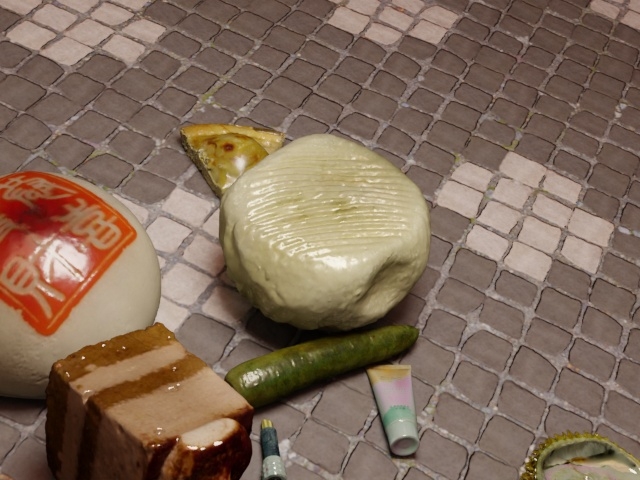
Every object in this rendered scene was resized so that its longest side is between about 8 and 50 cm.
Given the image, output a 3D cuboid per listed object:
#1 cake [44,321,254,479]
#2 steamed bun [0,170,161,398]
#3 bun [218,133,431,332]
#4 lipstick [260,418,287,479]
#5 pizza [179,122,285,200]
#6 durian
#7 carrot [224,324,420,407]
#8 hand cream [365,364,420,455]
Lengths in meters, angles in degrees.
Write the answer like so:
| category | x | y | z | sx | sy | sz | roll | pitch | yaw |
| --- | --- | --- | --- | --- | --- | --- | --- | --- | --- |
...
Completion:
| category | x | y | z | sx | sy | sz | roll | pitch | yaw |
| --- | --- | --- | --- | --- | --- | --- | --- | --- | --- |
| cake | -0.210 | 0.271 | 1.452 | 0.196 | 0.198 | 0.293 | -16 | 37 | -44 |
| steamed bun | -0.419 | 0.042 | 1.643 | 0.374 | 0.241 | 0.374 | 10 | 46 | -10 |
| bun | 0.000 | 0.000 | 1.809 | 0.349 | 0.227 | 0.352 | -2 | 49 | -18 |
| lipstick | -0.072 | 0.307 | 1.620 | 0.037 | 0.037 | 0.116 | 4 | 41 | -13 |
| pizza | -0.137 | -0.164 | 2.043 | 0.204 | 0.080 | 0.188 | -10 | 50 | -26 |
| durian | 0.392 | 0.387 | 1.597 | 0.237 | 0.138 | 0.193 | 8 | 39 | -6 |
| carrot | 0.013 | 0.186 | 1.738 | 0.358 | 0.074 | 0.074 | -15 | 52 | -29 |
| hand cream | 0.117 | 0.256 | 1.723 | 0.076 | 0.047 | 0.174 | 1 | 37 | -8 |
